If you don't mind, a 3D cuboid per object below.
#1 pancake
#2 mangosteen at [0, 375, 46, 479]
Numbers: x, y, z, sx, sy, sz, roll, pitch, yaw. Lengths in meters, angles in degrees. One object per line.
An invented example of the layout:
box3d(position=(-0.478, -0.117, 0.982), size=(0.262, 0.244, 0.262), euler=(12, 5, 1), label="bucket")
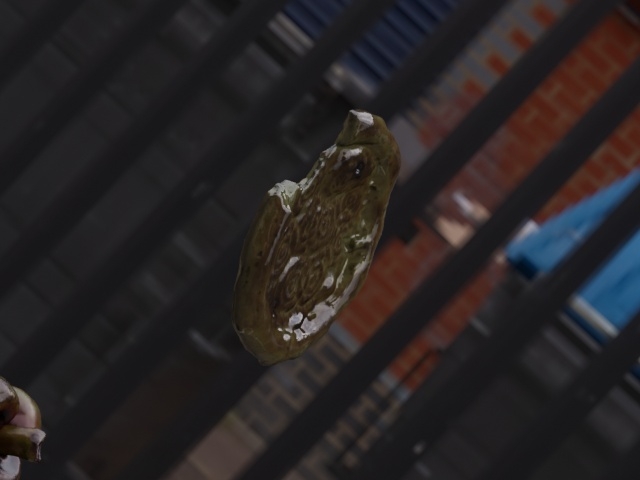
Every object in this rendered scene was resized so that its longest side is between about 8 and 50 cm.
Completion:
box3d(position=(0.000, 0.000, 1.529), size=(0.029, 0.235, 0.212), euler=(23, -32, 25), label="pancake")
box3d(position=(-0.329, 0.169, 1.602), size=(0.200, 0.200, 0.200), euler=(43, 1, -1), label="mangosteen")
